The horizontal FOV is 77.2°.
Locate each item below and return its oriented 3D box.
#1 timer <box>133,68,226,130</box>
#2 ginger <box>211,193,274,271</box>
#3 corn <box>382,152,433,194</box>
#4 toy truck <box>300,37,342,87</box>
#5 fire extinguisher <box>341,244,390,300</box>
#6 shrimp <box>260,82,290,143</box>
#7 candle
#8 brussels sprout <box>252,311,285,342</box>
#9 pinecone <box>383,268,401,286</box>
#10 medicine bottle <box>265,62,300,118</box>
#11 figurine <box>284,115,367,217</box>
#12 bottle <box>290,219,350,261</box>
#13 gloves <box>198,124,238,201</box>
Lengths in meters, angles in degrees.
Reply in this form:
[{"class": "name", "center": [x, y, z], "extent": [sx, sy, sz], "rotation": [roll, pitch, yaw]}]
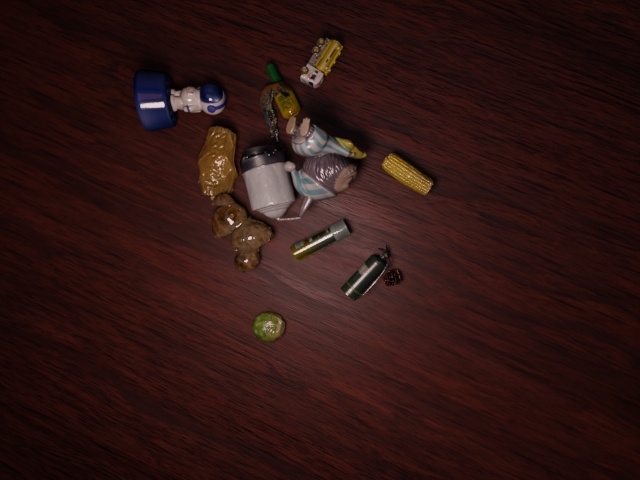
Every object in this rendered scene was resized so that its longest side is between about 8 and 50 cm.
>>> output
[{"class": "timer", "center": [-0.631, -0.654, 1.858], "extent": [0.384, 0.270, 0.270], "rotation": [-5, 92, -7]}, {"class": "ginger", "center": [-0.383, -0.048, 1.871], "extent": [0.256, 0.176, 0.375], "rotation": [-37, 92, 19]}, {"class": "corn", "center": [0.389, -0.297, 1.803], "extent": [0.244, 0.093, 0.093], "rotation": [37, 97, 3]}, {"class": "toy truck", "center": [0.002, -0.809, 1.823], "extent": [0.114, 0.098, 0.227], "rotation": [32, 95, -1]}, {"class": "fire extinguisher", "center": [0.226, 0.144, 1.848], "extent": [0.294, 0.093, 0.118], "rotation": [-48, 45, 6]}, {"class": "shrimp", "center": [-0.198, -0.588, 1.840], "extent": [0.198, 0.051, 0.262], "rotation": [-7, 98, 48]}, {"class": "candle", "center": [-0.232, -0.244, 1.820], "extent": [0.221, 0.221, 0.342], "rotation": [-12, 92, 8]}, {"class": "brussels sprout", "center": [-0.250, 0.413, 1.908], "extent": [0.155, 0.117, 0.155], "rotation": [0, 89, 17]}, {"class": "pinecone", "center": [0.328, 0.175, 1.843], "extent": [0.083, 0.077, 0.077], "rotation": [-30, 89, -33]}, {"class": "medicine bottle", "center": [-0.183, -0.700, 1.867], "extent": [0.095, 0.064, 0.260], "rotation": [-26, 90, 12]}, {"class": "figurine", "center": [-0.020, -0.278, 1.720], "extent": [0.266, 0.361, 0.377], "rotation": [20, 91, 48]}, {"class": "bottle", "center": [0.000, 0.000, 1.872], "extent": [0.286, 0.082, 0.082], "rotation": [-28, 89, 8]}, {"class": "gloves", "center": [-0.488, -0.359, 1.878], "extent": [0.203, 0.155, 0.356], "rotation": [9, 101, 18]}]
